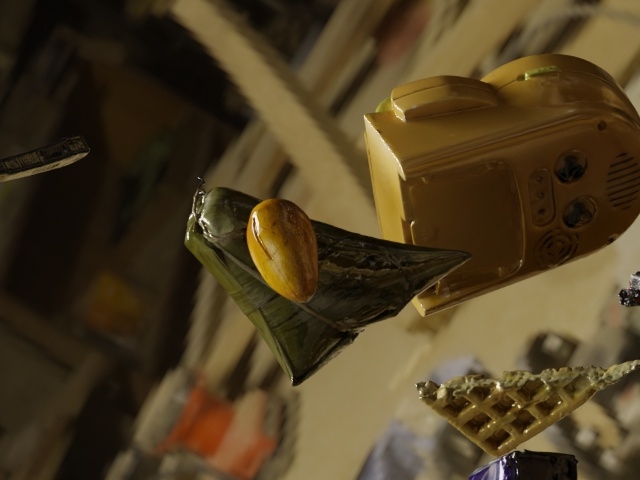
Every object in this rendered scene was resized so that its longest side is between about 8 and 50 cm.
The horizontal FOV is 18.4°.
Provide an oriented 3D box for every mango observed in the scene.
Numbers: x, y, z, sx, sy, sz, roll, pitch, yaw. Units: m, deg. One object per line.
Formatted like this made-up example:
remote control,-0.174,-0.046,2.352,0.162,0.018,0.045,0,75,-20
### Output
mango,-0.028,0.009,1.619,0.060,0.089,0.046,-27,-7,34

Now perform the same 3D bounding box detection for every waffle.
waffle,0.200,0.131,1.912,0.191,0.125,0.032,-39,21,32

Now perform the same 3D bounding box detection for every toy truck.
toy truck,0.302,0.043,1.776,0.024,0.083,0.032,25,111,48

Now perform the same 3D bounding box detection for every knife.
knife,-0.225,-0.061,1.544,0.031,0.018,0.121,-30,-4,35

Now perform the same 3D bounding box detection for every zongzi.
zongzi,-0.001,-0.003,1.778,0.204,0.205,0.094,-33,15,22

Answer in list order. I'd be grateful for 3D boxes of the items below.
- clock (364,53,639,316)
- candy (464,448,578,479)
clock,0.220,-0.073,2.238,0.200,0.317,0.244,-112,11,-54
candy,0.138,0.301,1.339,0.088,0.061,0.312,132,141,-63
